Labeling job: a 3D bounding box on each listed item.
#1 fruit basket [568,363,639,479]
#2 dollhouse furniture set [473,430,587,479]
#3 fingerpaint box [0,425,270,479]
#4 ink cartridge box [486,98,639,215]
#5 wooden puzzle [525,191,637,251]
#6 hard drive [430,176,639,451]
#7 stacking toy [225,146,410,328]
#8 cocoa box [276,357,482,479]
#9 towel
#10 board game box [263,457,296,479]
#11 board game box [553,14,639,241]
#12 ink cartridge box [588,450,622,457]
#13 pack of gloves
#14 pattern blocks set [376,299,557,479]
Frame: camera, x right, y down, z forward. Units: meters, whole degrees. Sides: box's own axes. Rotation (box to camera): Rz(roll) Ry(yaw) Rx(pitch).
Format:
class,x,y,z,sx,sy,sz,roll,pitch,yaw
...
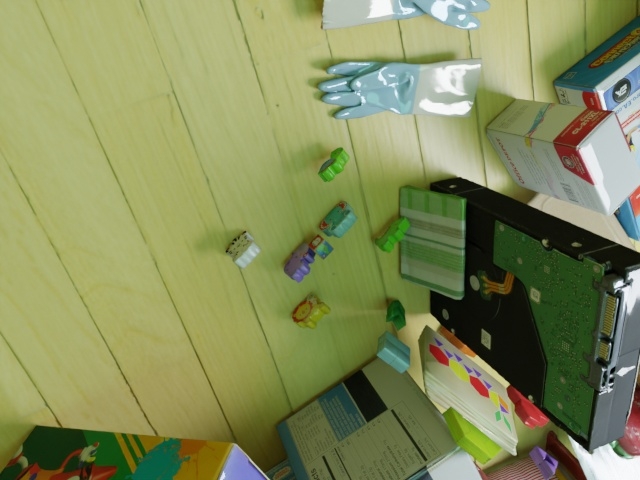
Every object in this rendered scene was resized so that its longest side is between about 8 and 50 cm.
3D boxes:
class,x,y,z,sx,sy,sz,roll,pitch,yaw
fruit basket,0.612,0.305,1.019,0.353,0.165,0.327,-22,80,-4
dollhouse furniture set,0.461,0.553,0.978,0.201,0.374,0.152,-16,120,-17
fingerpaint box,-0.156,0.433,0.682,0.444,0.371,0.163,59,39,-30
ink cartridge box,0.336,-0.123,0.761,0.072,0.175,0.127,-45,120,-3
wooden puzzle,0.392,0.018,0.858,0.239,0.044,0.221,-40,100,-23
hard drive,0.258,0.070,0.715,0.064,0.339,0.236,-13,114,-17
stacking toy,0.000,0.000,0.753,0.221,0.052,0.167,-45,121,-1
cocoa box,0.125,0.406,0.860,0.228,0.231,0.347,-32,119,-6
towel,0.163,0.001,0.784,0.023,0.113,0.152,-22,118,-38
board game box,-0.068,0.483,0.927,0.160,0.039,0.211,-30,120,-8
board game box,0.556,-0.209,0.864,0.308,0.086,0.302,-37,120,-4
ink cartridge box,0.692,0.506,1.138,0.289,0.211,0.121,-41,119,-1
pack of gloves,0.104,-0.257,0.702,0.232,0.046,0.195,-5,124,-16
pattern blocks set,0.217,0.219,0.805,0.325,0.285,0.026,42,112,4
